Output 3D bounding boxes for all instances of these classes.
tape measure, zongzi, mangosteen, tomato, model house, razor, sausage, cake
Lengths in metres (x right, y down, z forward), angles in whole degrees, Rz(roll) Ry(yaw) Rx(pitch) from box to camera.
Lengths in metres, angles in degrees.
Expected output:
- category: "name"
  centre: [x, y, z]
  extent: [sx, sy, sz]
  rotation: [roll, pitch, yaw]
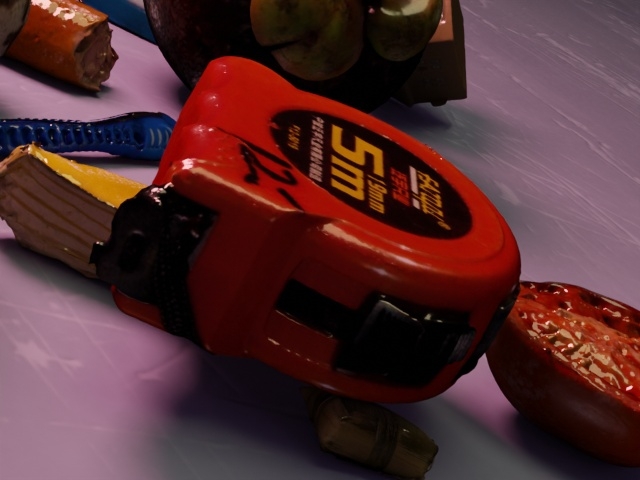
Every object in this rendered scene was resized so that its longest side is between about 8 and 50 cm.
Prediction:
- category: "tape measure"
  centre: [0.000, 0.000, 0.944]
  extent: [0.260, 0.114, 0.253]
  rotation: [26, 24, -10]
- category: "zongzi"
  centre: [0.028, 0.117, 0.930]
  extent: [0.076, 0.040, 0.083]
  rotation: [24, 1, -17]
- category: "mangosteen"
  centre: [-0.024, -0.251, 1.408]
  extent: [0.300, 0.300, 0.300]
  rotation: [20, 20, -8]
- category: "tomato"
  centre: [0.190, 0.098, 1.065]
  extent: [0.174, 0.082, 0.166]
  rotation: [32, 26, 12]
- category: "model house"
  centre: [0.032, -0.252, 1.684]
  extent: [0.248, 0.176, 0.181]
  rotation: [-4, -17, 9]
- category: "razor"
  centre: [-0.221, -0.082, 1.147]
  extent: [0.056, 0.093, 0.324]
  rotation: [-7, -1, 32]
- category: "sausage"
  centre: [-0.317, -0.229, 1.377]
  extent: [0.302, 0.076, 0.103]
  rotation: [30, 14, 16]
- category: "cake"
  centre: [-0.130, 0.010, 1.001]
  extent: [0.185, 0.079, 0.116]
  rotation: [21, 30, -35]

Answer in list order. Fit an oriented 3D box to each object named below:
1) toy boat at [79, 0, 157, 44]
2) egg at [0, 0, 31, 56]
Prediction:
- category: "toy boat"
  centre: [-0.134, -0.233, 1.599]
  extent: [0.299, 0.061, 0.096]
  rotation: [24, 21, 2]
- category: "egg"
  centre: [-0.334, -0.211, 1.181]
  extent: [0.231, 0.169, 0.169]
  rotation: [16, 15, 27]
